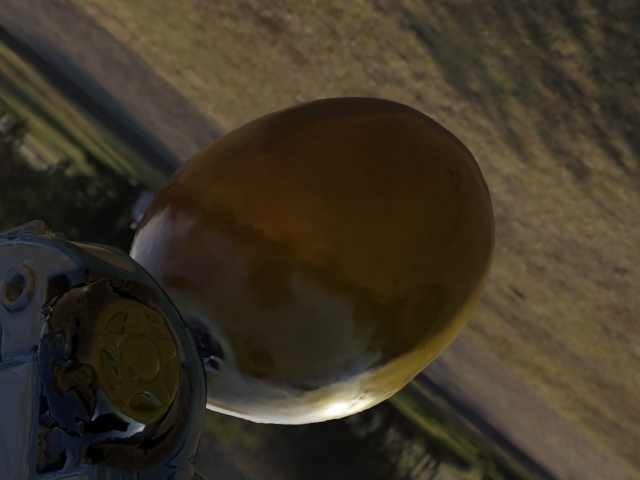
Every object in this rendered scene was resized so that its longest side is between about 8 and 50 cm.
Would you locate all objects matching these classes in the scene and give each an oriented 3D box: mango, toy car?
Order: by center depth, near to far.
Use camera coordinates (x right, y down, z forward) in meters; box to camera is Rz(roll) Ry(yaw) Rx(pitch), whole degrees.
[{"bbox_3d":[-0.122,0.148,0.574,0.198,0.314,0.166,-17,153,31],"label":"toy car"},{"bbox_3d":[0.000,0.000,1.062,0.232,0.300,0.445,62,-165,-8],"label":"mango"}]
